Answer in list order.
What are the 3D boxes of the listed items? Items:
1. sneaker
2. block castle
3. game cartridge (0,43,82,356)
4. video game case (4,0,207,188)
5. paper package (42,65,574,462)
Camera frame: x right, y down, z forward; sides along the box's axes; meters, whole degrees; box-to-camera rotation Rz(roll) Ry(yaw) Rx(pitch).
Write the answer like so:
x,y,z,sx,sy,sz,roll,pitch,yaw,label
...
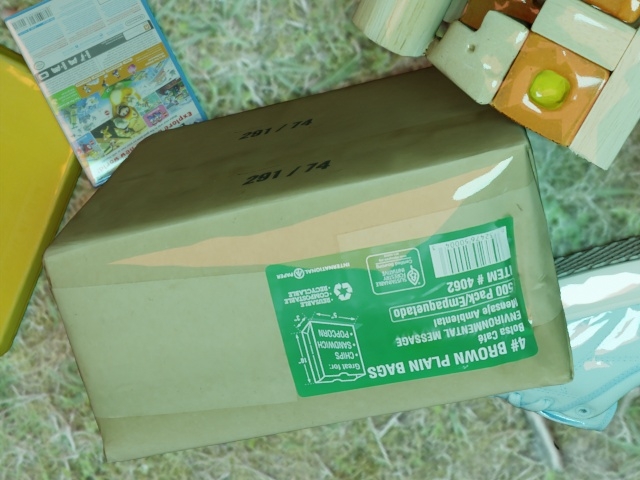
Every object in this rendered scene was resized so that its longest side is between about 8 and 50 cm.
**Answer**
x,y,z,sx,sy,sz,roll,pitch,yaw,label
0.177,0.101,0.855,0.366,0.135,0.150,-15,95,15,sneaker
0.268,-0.158,0.698,0.453,0.303,0.212,29,112,5,block castle
-0.399,-0.077,0.984,0.324,0.052,0.285,27,106,3,game cartridge
-0.188,-0.147,0.915,0.119,0.015,0.166,-28,95,-11,video game case
0.000,0.000,0.768,0.325,0.309,0.168,-12,110,10,paper package
